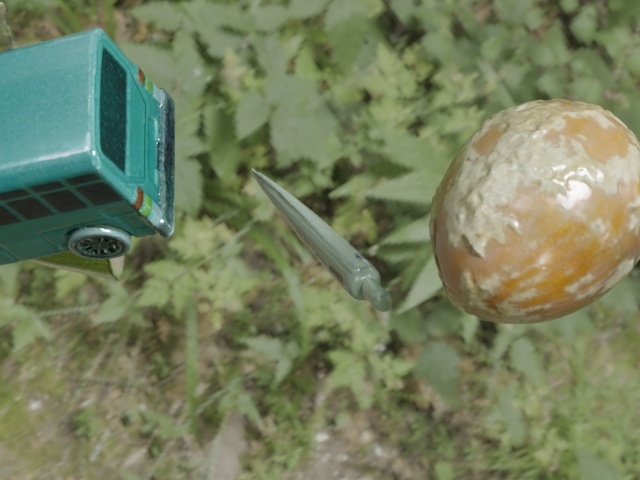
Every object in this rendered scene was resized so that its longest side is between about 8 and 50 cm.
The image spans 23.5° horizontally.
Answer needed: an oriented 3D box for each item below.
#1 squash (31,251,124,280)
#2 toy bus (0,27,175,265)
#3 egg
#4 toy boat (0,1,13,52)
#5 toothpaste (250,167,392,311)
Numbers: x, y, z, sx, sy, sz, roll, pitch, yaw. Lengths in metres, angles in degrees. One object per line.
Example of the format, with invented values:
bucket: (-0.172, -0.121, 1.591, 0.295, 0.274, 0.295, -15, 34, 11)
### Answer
squash: (-0.233, -0.017, 1.279, 0.132, 0.105, 0.105, -1, 60, 2)
toy bus: (-0.245, -0.055, 1.114, 0.147, 0.256, 0.128, 51, 33, -58)
egg: (0.197, -0.024, 1.388, 0.195, 0.195, 0.233, 43, 63, -16)
toy boat: (-0.364, -0.173, 1.261, 0.111, 0.293, 0.276, -57, 147, -26)
toothpaste: (0.000, 0.000, 1.581, 0.255, 0.037, 0.067, 44, -5, 47)
